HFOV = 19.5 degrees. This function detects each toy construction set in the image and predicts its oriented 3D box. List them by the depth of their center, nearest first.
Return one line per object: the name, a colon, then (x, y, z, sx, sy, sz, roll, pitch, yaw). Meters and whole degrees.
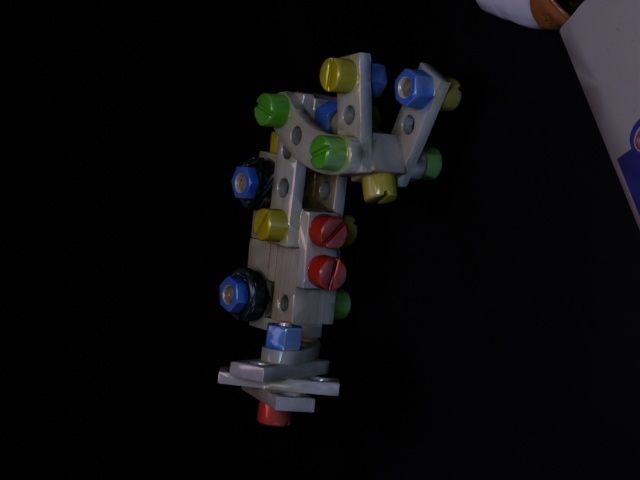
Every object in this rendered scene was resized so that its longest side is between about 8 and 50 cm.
toy construction set: (0.000, 0.000, 1.600, 0.215, 0.151, 0.328, 12, 83, 54)

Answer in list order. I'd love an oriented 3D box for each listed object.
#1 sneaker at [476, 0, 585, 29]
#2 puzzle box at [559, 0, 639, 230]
sneaker: (0.203, -0.300, 1.411, 0.123, 0.105, 0.290, 28, 117, 48)
puzzle box: (0.261, -0.067, 1.095, 0.409, 0.052, 0.272, 130, 119, -78)
